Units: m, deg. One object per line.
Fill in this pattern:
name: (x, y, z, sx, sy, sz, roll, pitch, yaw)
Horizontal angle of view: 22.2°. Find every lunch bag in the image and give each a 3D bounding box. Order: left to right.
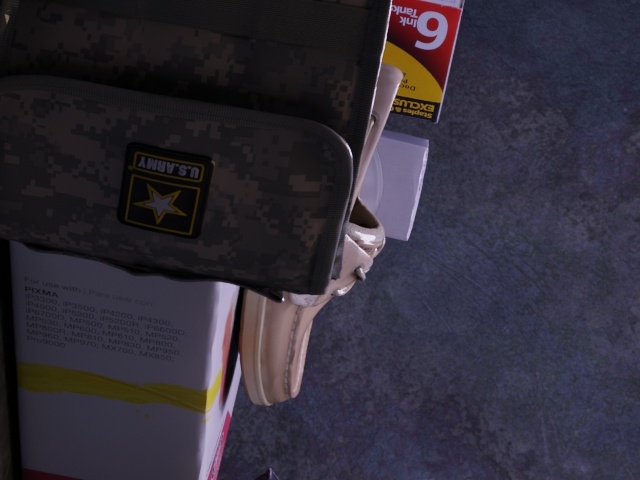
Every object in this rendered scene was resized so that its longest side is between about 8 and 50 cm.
lunch bag: (-0.083, -0.112, 1.004, 0.169, 0.235, 0.287, -112, -148, -83)

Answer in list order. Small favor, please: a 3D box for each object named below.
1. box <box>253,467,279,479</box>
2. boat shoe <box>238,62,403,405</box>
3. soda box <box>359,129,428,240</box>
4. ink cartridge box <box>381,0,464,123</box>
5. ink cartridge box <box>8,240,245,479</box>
box: (-0.153, 0.344, 1.358, 0.073, 0.295, 0.293, 55, 12, -9)
boat shoe: (0.000, 0.000, 1.264, 0.109, 0.098, 0.302, -72, 172, -67)
soda box: (-0.046, -0.077, 1.508, 0.098, 0.286, 0.091, -65, 167, -81)
ink cartridge box: (0.026, -0.273, 2.194, 0.272, 0.309, 0.130, 98, 3, -47)
ink cartridge box: (-0.137, 0.030, 1.322, 0.385, 0.160, 0.279, 99, 3, -49)
